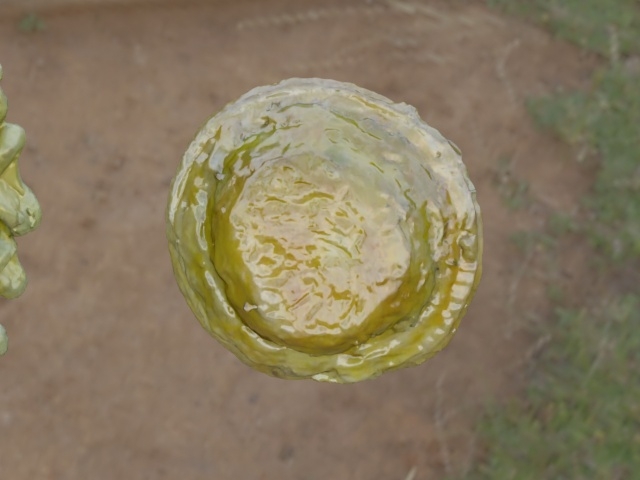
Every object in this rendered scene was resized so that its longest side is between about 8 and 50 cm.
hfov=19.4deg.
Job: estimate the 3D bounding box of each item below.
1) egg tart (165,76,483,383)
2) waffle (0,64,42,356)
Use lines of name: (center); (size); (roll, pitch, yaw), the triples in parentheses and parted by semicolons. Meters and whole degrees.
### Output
egg tart: (0.000, 0.000, 1.775); (0.319, 0.319, 0.128); (24, 11, 2)
waffle: (-0.284, -0.018, 1.066); (0.250, 0.261, 0.056); (-10, 27, -19)
